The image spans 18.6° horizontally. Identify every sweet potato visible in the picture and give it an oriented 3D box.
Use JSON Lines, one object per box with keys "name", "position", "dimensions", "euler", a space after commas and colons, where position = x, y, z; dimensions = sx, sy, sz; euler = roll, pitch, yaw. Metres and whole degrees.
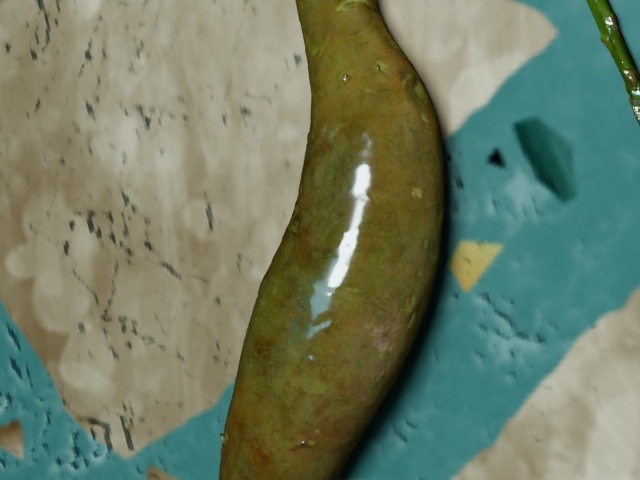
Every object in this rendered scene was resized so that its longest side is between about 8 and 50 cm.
{"name": "sweet potato", "position": [0.005, -0.003, 0.918], "dimensions": [0.108, 0.079, 0.346], "euler": [10, 92, 45]}

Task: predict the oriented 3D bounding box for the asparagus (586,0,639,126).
{"name": "asparagus", "position": [0.123, -0.108, 0.879], "dimensions": [0.016, 0.013, 0.166], "euler": [-20, 76, -11]}
